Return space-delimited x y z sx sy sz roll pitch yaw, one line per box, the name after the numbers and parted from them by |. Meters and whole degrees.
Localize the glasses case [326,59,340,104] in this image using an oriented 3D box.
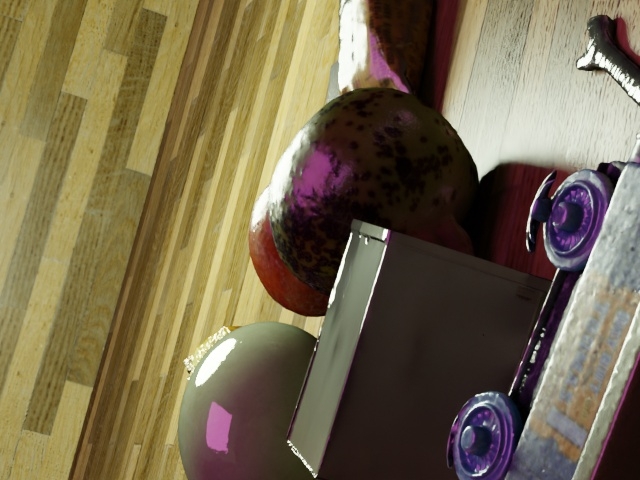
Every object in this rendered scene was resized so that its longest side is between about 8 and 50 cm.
0.037 -0.160 1.847 0.072 0.042 0.191 -42 33 49 | glasses case

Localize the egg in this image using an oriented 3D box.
-0.054 0.196 1.508 0.253 0.186 0.186 -86 20 -47 | egg

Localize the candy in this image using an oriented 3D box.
0.074 -0.223 1.699 0.143 0.101 0.271 -39 42 54 | candy

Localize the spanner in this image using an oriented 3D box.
0.248 -0.125 1.146 0.254 0.015 0.054 -108 36 -64 | spanner

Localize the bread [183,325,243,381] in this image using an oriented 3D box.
-0.079 0.172 1.737 0.134 0.129 0.260 -61 19 13 | bread

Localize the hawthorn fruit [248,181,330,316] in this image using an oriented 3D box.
0.000 0.000 1.580 0.173 0.173 0.173 -163 90 -74 | hawthorn fruit

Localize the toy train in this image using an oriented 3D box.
0.197 0.083 0.916 0.202 0.131 0.300 34 107 66 | toy train

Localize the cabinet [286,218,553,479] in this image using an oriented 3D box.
0.080 0.105 1.221 0.145 0.150 0.206 -158 85 -78 | cabinet

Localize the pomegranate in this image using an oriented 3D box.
0.070 -0.018 1.377 0.248 0.214 0.214 46 126 29 | pomegranate
